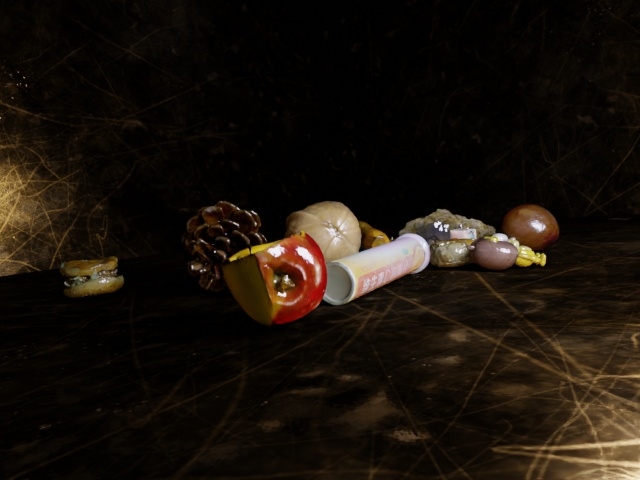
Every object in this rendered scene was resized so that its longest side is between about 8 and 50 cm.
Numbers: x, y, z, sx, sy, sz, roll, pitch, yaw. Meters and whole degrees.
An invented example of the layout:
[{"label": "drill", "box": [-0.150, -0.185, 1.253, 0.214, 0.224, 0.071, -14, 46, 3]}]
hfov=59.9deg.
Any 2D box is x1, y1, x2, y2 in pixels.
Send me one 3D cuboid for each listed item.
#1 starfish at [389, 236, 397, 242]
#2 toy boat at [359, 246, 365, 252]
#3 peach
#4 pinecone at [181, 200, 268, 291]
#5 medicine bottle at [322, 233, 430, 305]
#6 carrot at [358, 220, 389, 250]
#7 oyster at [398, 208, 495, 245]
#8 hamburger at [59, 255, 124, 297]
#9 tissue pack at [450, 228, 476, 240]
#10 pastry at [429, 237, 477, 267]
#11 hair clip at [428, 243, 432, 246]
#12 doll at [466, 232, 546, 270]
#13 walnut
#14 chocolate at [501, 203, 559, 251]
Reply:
[{"label": "starfish", "box": [0.203, 0.019, 2.064, 0.217, 0.050, 0.223, -31, 2, -34]}, {"label": "toy boat", "box": [0.164, 0.042, 1.714, 0.127, 0.078, 0.283, -6, 3, 7]}, {"label": "peach", "box": [-0.079, 0.074, 1.029, 0.159, 0.154, 0.267, -17, 0, -27]}, {"label": "pinecone", "box": [-0.263, 0.021, 1.517, 0.244, 0.244, 0.309, -6, 23, -5]}, {"label": "medicine bottle", "box": [0.134, 0.064, 1.304, 0.108, 0.108, 0.426, -3, 7, 32]}, {"label": "carrot", "box": [0.138, -0.012, 1.593, 0.070, 0.070, 0.260, -6, 12, -6]}, {"label": "oyster", "box": [0.451, -0.029, 2.003, 0.341, 0.166, 0.110, 9, 3, 14]}, {"label": "hamburger", "box": [-0.688, 0.115, 1.656, 0.177, 0.113, 0.185, 2, 14, 22]}, {"label": "tissue pack", "box": [0.429, 0.011, 1.668, 0.059, 0.094, 0.074, -8, 6, -43]}, {"label": "pastry", "box": [0.374, 0.034, 1.540, 0.153, 0.081, 0.153, -6, -7, -1]}, {"label": "hair clip", "box": [0.318, 0.037, 1.809, 0.140, 0.054, 0.220, -11, 3, -17]}, {"label": "doll", "box": [0.466, 0.030, 1.417, 0.188, 0.096, 0.145, 4, 7, -25]}, {"label": "walnut", "box": [0.000, 0.000, 1.532, 0.225, 0.225, 0.261, -7, -9, -23]}, {"label": "chocolate", "box": [0.653, -0.031, 1.717, 0.177, 0.176, 0.177, -5, 4, 0]}]
